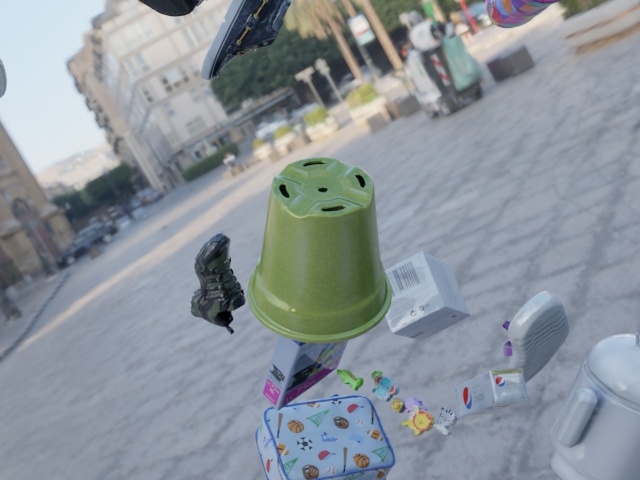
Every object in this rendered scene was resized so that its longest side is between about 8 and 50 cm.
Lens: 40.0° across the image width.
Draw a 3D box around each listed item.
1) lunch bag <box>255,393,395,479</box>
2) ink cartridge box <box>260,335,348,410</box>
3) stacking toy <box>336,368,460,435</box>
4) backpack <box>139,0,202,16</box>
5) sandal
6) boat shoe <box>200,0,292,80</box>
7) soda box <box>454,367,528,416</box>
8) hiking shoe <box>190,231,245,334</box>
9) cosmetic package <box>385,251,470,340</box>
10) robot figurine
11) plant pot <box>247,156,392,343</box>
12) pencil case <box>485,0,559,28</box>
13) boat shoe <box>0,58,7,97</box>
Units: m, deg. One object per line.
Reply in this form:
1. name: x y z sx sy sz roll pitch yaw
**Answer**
1. lunch bag: 0.013 0.469 2.018 0.303 0.243 0.115 -2 -48 -24
2. ink cartridge box: -0.009 0.186 1.717 0.186 0.065 0.311 -31 -31 -38
3. stacking toy: 0.157 0.310 1.734 0.052 0.221 0.167 -61 -31 4
4. backpack: -0.305 -0.652 1.889 0.355 0.290 0.273 -59 6 -26
5. sandal: 0.439 0.191 1.850 0.169 0.102 0.416 -36 -27 -11
6. boat shoe: -0.112 -0.298 1.300 0.183 0.083 0.065 -56 14 39
7. soda box: 0.352 0.318 1.832 0.074 0.069 0.216 -3 -17 -13
8. hiking shoe: -0.194 0.085 1.791 0.086 0.114 0.227 -42 -27 -46
9. cosmetic package: 0.245 0.138 2.133 0.151 0.151 0.184 -30 -24 21
10. robot figurine: 0.570 0.325 1.674 0.300 0.353 0.200 0 29 -39
11. plant pot: 0.000 0.000 1.586 0.276 0.254 0.276 1 39 0
12. pencil case: 0.342 -0.414 1.439 0.104 0.104 0.236 -29 6 1
13. boat shoe: -0.587 -0.287 1.426 0.098 0.096 0.277 -4 -24 -1
